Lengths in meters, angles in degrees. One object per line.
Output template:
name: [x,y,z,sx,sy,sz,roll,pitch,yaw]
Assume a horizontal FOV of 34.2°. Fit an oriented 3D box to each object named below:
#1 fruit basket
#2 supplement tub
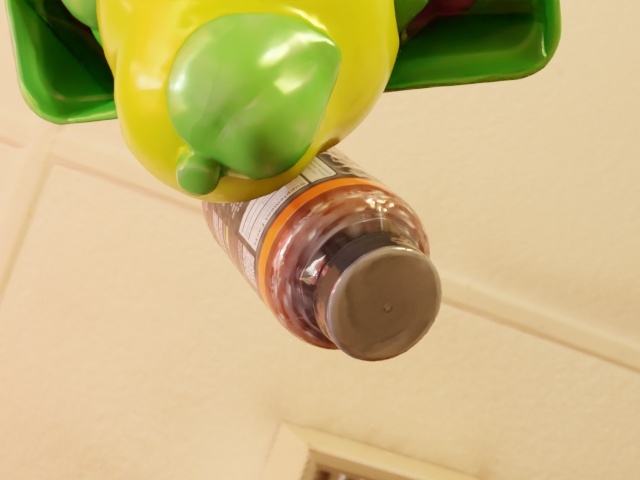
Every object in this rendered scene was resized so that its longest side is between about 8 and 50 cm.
fruit basket: [-0.040,-0.185,0.640,0.391,0.392,0.283,-11,-77,-17]
supplement tub: [0.000,0.000,0.646,0.106,0.198,0.106,-9,-64,-20]
